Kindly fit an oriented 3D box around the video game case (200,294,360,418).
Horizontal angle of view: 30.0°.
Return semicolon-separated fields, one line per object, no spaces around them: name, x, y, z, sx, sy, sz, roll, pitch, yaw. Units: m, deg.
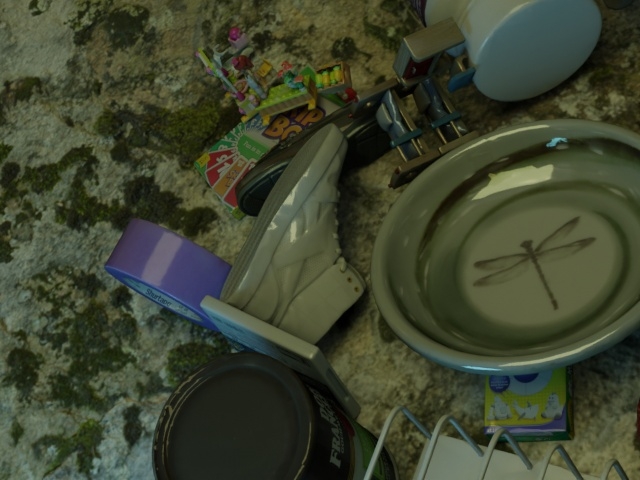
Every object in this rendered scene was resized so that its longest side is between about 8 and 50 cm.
video game case;-0.051;0.151;1.553;0.190;0.173;0.022;22;67;33

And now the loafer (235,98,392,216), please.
loafer;-0.007;-0.126;1.730;0.267;0.096;0.084;-28;48;1

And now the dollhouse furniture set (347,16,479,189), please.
dollhouse furniture set;0.132;-0.177;1.581;0.129;0.183;0.129;-26;76;-14

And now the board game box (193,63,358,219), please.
board game box;-0.061;-0.157;1.803;0.259;0.039;0.124;-39;55;0

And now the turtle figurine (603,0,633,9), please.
turtle figurine;0.418;-0.430;1.557;0.198;0.266;0.274;-18;59;17

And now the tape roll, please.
tape roll;-0.201;0.049;1.671;0.189;0.189;0.080;21;77;33

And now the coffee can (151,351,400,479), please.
coffee can;-0.045;0.273;1.426;0.201;0.275;0.201;-11;61;21

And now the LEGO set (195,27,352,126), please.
LEGO set;-0.091;-0.253;1.780;0.287;0.107;0.132;22;71;47

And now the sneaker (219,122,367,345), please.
sneaker;0.000;0.000;1.626;0.292;0.169;0.108;-62;17;-13

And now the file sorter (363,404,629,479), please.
file sorter;0.193;0.315;1.345;0.278;0.173;0.193;10;67;31

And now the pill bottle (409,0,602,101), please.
pill bottle;0.218;-0.394;1.666;0.224;0.224;0.392;-31;55;10

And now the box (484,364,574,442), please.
box;0.258;0.157;1.477;0.105;0.043;0.179;-7;61;23

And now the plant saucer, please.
plant saucer;0.264;0.020;1.476;0.400;0.100;0.400;-16;43;15

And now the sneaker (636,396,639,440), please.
sneaker;0.431;0.253;1.329;0.093;0.088;0.225;-25;55;-11
